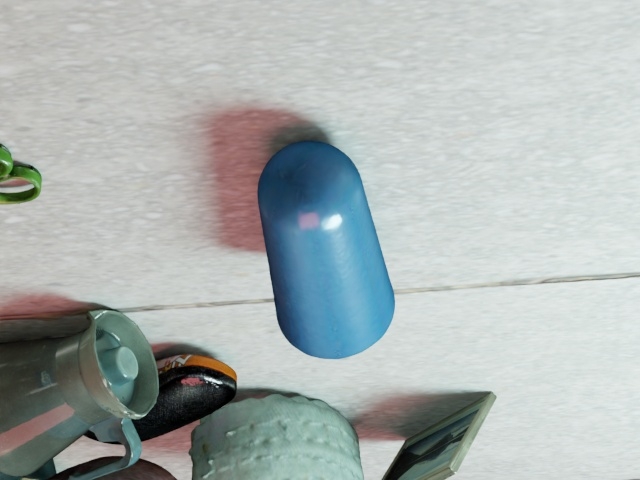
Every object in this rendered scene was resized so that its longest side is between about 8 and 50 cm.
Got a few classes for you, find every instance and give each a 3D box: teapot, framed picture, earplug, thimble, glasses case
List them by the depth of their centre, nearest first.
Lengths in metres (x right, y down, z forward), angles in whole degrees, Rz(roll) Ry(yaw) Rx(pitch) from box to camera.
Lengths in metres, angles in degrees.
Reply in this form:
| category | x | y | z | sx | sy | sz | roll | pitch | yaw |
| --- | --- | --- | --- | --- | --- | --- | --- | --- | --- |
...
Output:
| category | x | y | z | sx | sy | sz | roll | pitch | yaw |
| --- | --- | --- | --- | --- | --- | --- | --- | --- | --- |
| earplug | 0.000 | 0.000 | 1.562 | 0.133 | 0.132 | 0.273 | -3 | 146 | 7 |
| teapot | -0.316 | 0.197 | 1.849 | 0.225 | 0.203 | 0.171 | -22 | 180 | 24 |
| glasses case | -0.219 | 0.210 | 1.983 | 0.267 | 0.067 | 0.103 | -25 | 140 | 38 |
| framed picture | 0.147 | 0.291 | 2.051 | 0.015 | 0.150 | 0.203 | 44 | 139 | -7 |
| thimble | -0.061 | 0.309 | 2.059 | 0.250 | 0.171 | 0.205 | 12 | 144 | -24 |

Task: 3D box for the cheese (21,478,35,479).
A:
| category | x | y | z | sx | sy | sz | roll | pitch | yaw |
| --- | --- | --- | --- | --- | --- | --- | --- | --- | --- |
| cheese | -0.512 | 0.401 | 2.268 | 0.233 | 0.127 | 0.266 | 26 | 139 | -32 |

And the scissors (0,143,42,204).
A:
| category | x | y | z | sx | sy | sz | roll | pitch | yaw |
| --- | --- | --- | --- | --- | --- | --- | --- | --- | --- |
| scissors | -0.391 | -0.049 | 1.573 | 0.204 | 0.027 | 0.101 | -17 | 145 | 24 |

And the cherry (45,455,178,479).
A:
| category | x | y | z | sx | sy | sz | roll | pitch | yaw |
| --- | --- | --- | --- | --- | --- | --- | --- | --- | --- |
| cherry | -0.281 | 0.386 | 1.955 | 0.261 | 0.221 | 0.307 | -14 | -166 | 1 |

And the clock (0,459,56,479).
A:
| category | x | y | z | sx | sy | sz | roll | pitch | yaw |
| --- | --- | --- | --- | --- | --- | --- | --- | --- | --- |
| clock | -0.502 | 0.332 | 1.990 | 0.224 | 0.274 | 0.094 | 3 | 119 | 29 |
